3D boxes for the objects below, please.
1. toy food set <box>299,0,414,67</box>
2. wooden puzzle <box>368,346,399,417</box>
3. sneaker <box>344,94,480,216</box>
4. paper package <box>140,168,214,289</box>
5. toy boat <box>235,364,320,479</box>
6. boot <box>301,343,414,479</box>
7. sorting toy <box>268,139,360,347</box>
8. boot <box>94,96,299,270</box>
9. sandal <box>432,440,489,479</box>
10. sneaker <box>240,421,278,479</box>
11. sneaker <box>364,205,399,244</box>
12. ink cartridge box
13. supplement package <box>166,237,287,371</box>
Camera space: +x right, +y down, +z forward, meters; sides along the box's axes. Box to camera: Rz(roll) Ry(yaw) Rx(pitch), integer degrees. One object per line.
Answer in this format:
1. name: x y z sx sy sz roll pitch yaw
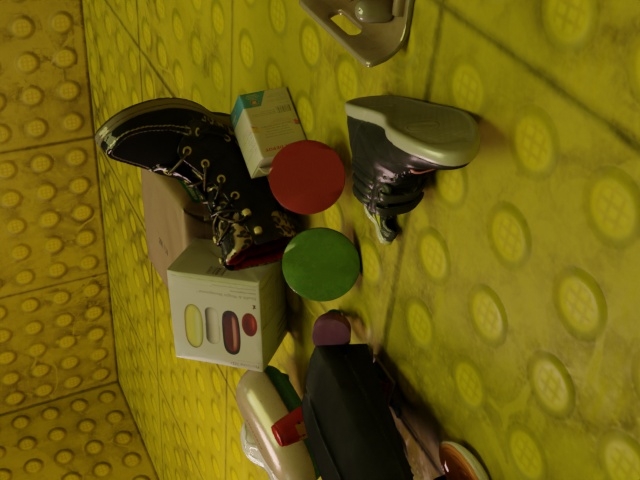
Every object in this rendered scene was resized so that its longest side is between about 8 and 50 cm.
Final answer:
1. toy food set: 0.035 -0.408 1.103 0.220 0.092 0.306 52 147 43
2. wooden puzzle: 0.098 0.233 1.417 0.116 0.014 0.078 48 144 47
3. sneaker: 0.118 -0.092 1.090 0.296 0.104 0.147 -141 41 -63
4. paper package: -0.277 -0.024 1.930 0.325 0.168 0.309 46 143 51
5. toy boat: -0.046 0.351 1.669 0.267 0.148 0.318 63 160 5
6. boot: 0.046 0.424 1.302 0.367 0.146 0.445 -67 30 26
7. sorting toy: 0.000 0.000 1.442 0.126 0.127 0.365 -81 -17 -72
8. boot: -0.199 -0.094 1.529 0.138 0.377 0.284 -36 70 26
9. sandal: 0.204 0.415 1.197 0.102 0.076 0.265 -32 73 65
10. sneaker: -0.098 0.471 1.924 0.232 0.090 0.115 47 137 34
11. sneaker: 0.093 -0.036 1.265 0.035 0.031 0.083 -42 67 49
12. ink cartridge box: -0.089 -0.181 1.509 0.143 0.092 0.090 70 157 13
13. supplement package: -0.180 0.124 1.705 0.149 0.194 0.203 -57 -30 -58
